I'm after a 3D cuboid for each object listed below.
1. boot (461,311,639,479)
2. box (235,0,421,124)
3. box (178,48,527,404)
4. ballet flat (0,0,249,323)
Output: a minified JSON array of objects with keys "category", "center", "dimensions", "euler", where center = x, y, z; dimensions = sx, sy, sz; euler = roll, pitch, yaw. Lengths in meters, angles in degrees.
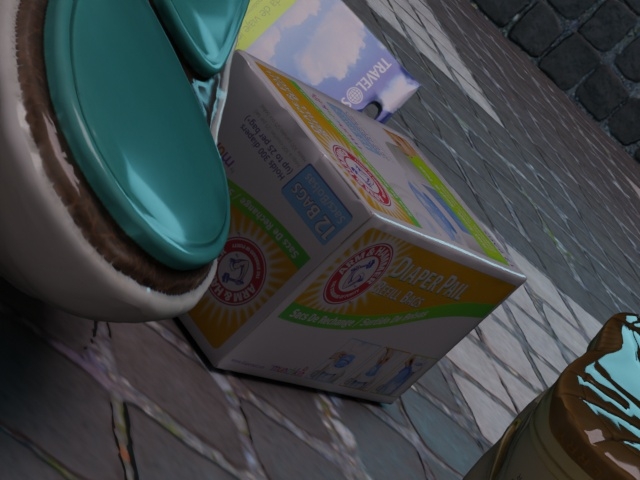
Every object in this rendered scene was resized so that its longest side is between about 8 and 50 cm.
[{"category":"boot","center":[0.084,0.114,0.744],"dimensions":[0.077,0.165,0.213],"euler":[44,18,14]},{"category":"box","center":[-0.035,-0.124,1.204],"dimensions":[0.178,0.109,0.042],"euler":[46,-27,-6]},{"category":"box","center":[0.000,0.000,0.953],"dimensions":[0.114,0.103,0.203],"euler":[52,14,25]},{"category":"ballet flat","center":[-0.103,-0.061,0.763],"dimensions":[0.139,0.139,0.400],"euler":[43,20,-17]}]
